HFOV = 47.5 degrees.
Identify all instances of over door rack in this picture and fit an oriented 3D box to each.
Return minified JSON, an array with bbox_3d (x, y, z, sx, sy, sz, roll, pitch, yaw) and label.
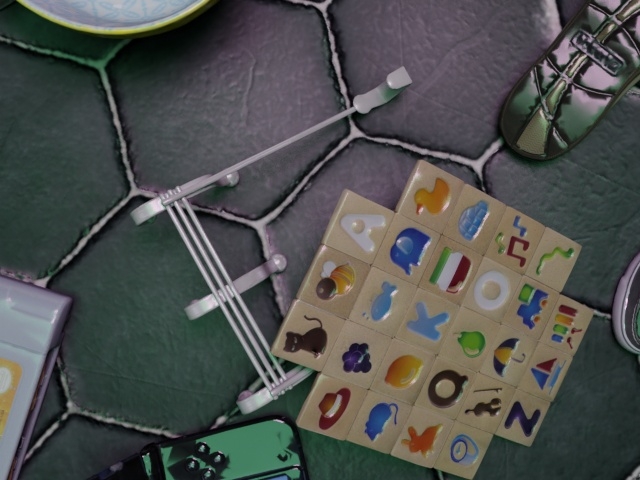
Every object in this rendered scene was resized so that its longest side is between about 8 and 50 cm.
[{"bbox_3d":[0.000,0.000,0.776,0.324,0.108,0.239,-30,92,-14],"label":"over door rack"}]

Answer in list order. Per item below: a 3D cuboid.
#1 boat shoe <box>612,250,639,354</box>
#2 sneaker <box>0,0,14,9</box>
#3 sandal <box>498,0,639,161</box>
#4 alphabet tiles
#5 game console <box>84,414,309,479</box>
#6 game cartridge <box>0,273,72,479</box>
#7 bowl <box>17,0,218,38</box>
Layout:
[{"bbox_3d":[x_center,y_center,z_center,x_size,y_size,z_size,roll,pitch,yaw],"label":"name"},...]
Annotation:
[{"bbox_3d":[0.400,0.024,0.788,0.080,0.076,0.228,34,89,-1],"label":"boat shoe"},{"bbox_3d":[-0.423,-0.289,0.770,0.217,0.079,0.121,-24,92,0],"label":"sneaker"},{"bbox_3d":[0.317,-0.210,0.788,0.303,0.086,0.120,-41,82,16],"label":"sandal"},{"bbox_3d":[0.129,0.092,0.749,0.343,0.011,0.285,24,91,-25],"label":"alphabet tiles"},{"bbox_3d":[-0.118,0.358,0.732,0.250,0.173,0.293,-13,91,-1],"label":"game console"},{"bbox_3d":[-0.408,0.174,0.787,0.198,0.062,0.297,17,90,-5],"label":"game cartridge"},{"bbox_3d":[-0.194,-0.332,0.736,0.290,0.156,0.289,0,90,-2],"label":"bowl"}]
